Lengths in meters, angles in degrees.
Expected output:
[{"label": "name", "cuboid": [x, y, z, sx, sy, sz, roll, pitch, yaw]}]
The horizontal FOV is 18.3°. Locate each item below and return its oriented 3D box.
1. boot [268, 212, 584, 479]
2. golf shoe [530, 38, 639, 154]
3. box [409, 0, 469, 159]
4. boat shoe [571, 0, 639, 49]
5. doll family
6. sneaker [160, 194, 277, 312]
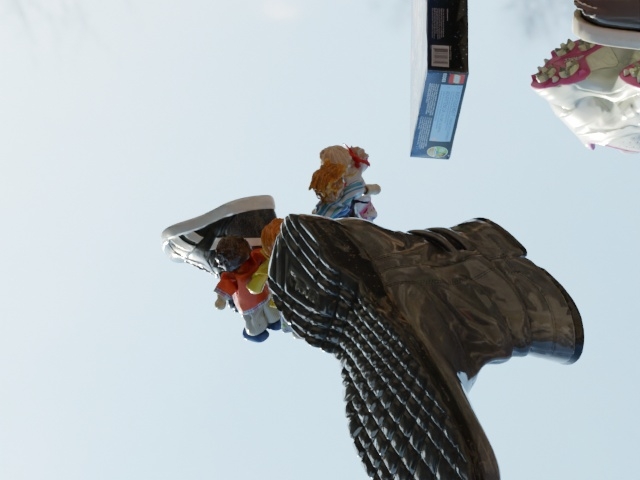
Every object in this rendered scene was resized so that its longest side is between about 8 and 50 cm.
[{"label": "boot", "cuboid": [0.119, 0.085, 1.539, 0.222, 0.118, 0.338, 1, -139, -29]}, {"label": "golf shoe", "cuboid": [0.384, -0.167, 2.292, 0.115, 0.140, 0.306, -44, -154, -24]}, {"label": "box", "cuboid": [0.123, -0.224, 2.058, 0.044, 0.159, 0.233, 3, -120, -2]}, {"label": "boat shoe", "cuboid": [0.435, -0.259, 2.151, 0.324, 0.097, 0.116, 8, -154, 17]}, {"label": "doll family", "cuboid": [0.000, 0.000, 2.162, 0.118, 0.163, 0.263, 23, -125, 39]}, {"label": "sneaker", "cuboid": [-0.116, 0.030, 2.273, 0.079, 0.121, 0.217, -5, 169, -32]}]
